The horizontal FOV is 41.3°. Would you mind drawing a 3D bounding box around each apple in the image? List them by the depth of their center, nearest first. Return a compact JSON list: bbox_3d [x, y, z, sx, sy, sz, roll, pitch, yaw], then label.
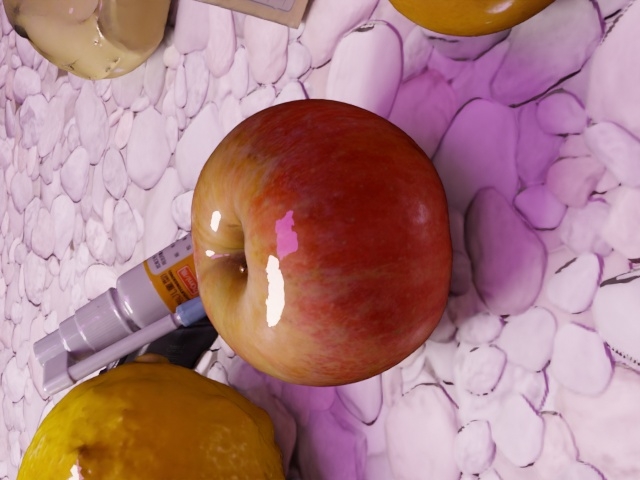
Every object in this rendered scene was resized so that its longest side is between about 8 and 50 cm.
[{"bbox_3d":[0.000,0.000,0.604,0.209,0.164,0.210,14,106,57],"label":"apple"}]

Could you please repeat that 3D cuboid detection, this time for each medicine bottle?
[{"bbox_3d":[-0.149,0.057,0.750,0.220,0.061,0.092,-31,32,-1],"label":"medicine bottle"}]

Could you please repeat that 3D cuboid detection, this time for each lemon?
[{"bbox_3d":[-0.137,0.236,0.695,0.233,0.233,0.288,-26,61,46],"label":"lemon"}]

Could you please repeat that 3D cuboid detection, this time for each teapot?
[{"bbox_3d":[-0.176,0.094,0.852,0.177,0.096,0.087,-56,48,31],"label":"teapot"}]

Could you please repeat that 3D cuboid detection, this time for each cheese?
[{"bbox_3d":[-0.280,-0.319,1.002,0.315,0.128,0.260,12,88,44],"label":"cheese"}]

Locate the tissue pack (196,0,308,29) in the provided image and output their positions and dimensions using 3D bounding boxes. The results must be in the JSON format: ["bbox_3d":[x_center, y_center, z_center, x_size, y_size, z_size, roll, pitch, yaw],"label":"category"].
[{"bbox_3d":[-0.055,-0.294,0.706,0.092,0.148,0.196,43,117,42],"label":"tissue pack"}]

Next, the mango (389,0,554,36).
[{"bbox_3d":[0.122,-0.223,0.514,0.221,0.120,0.152,-43,58,30],"label":"mango"}]
